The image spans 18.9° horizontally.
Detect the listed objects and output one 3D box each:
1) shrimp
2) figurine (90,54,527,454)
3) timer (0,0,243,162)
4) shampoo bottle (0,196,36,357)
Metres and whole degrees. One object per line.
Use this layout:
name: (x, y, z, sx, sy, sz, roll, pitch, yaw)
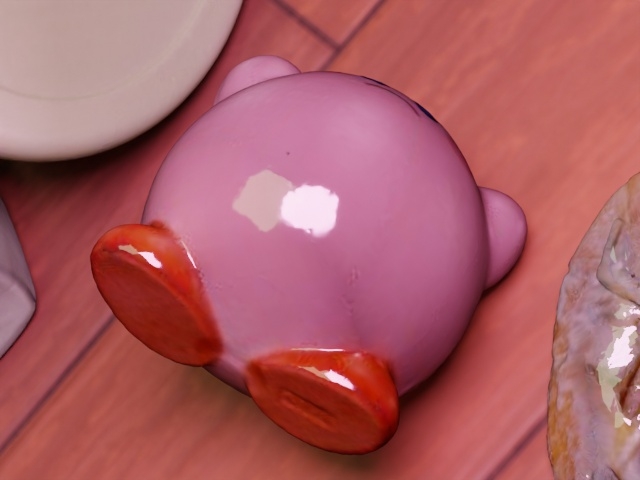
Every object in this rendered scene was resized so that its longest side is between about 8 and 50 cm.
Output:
shrimp: (0.184, 0.079, 0.827, 0.178, 0.075, 0.289, -46, 52, 15)
figurine: (0.000, 0.000, 0.921, 0.173, 0.173, 0.173, -14, 60, 26)
timer: (-0.241, -0.197, 1.124, 0.315, 0.291, 0.291, 6, 70, 48)
shampoo bottle: (-0.293, -0.051, 1.188, 0.134, 0.078, 0.359, -43, 51, 1)
